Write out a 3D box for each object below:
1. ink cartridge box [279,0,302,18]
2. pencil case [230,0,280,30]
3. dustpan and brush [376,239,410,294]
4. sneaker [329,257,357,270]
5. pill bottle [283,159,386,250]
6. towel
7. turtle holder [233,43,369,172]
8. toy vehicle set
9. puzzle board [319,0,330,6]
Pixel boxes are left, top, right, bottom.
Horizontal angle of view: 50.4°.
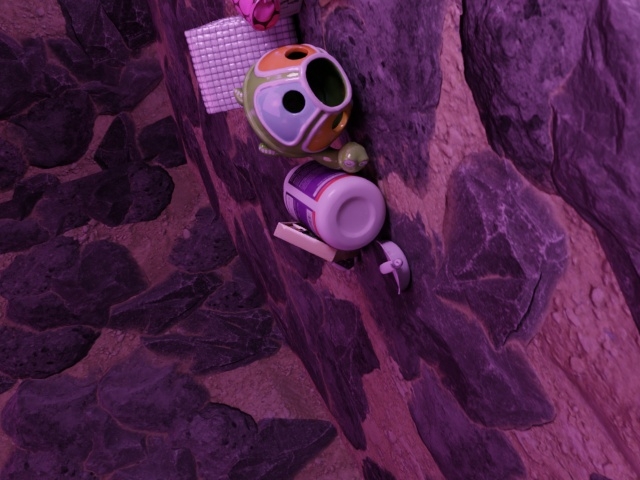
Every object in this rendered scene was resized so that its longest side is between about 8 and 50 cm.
[{"bbox_3d":[-0.096,-0.597,1.621,0.063,0.109,0.150,63,162,12],"label":"ink cartridge box"},{"bbox_3d":[-0.168,-0.570,1.543,0.209,0.095,0.098,53,137,28],"label":"pencil case"},{"bbox_3d":[0.178,0.058,1.641,0.147,0.060,0.211,68,163,4],"label":"dustpan and brush"},{"bbox_3d":[0.020,-0.042,1.981,0.292,0.110,0.118,58,-172,13],"label":"sneaker"},{"bbox_3d":[0.020,-0.103,1.733,0.323,0.182,0.181,38,146,60],"label":"pill bottle"},{"bbox_3d":[-0.190,-0.475,1.802,0.121,0.284,0.234,-90,-13,-76],"label":"towel"},{"bbox_3d":[-0.035,-0.299,1.579,0.227,0.244,0.320,-14,88,56],"label":"turtle holder"},{"bbox_3d":[0.000,0.000,1.786,0.166,0.035,0.267,25,-171,14],"label":"toy vehicle set"},{"bbox_3d":[0.002,-0.589,1.499,0.096,0.011,0.128,10,121,69],"label":"puzzle board"}]
